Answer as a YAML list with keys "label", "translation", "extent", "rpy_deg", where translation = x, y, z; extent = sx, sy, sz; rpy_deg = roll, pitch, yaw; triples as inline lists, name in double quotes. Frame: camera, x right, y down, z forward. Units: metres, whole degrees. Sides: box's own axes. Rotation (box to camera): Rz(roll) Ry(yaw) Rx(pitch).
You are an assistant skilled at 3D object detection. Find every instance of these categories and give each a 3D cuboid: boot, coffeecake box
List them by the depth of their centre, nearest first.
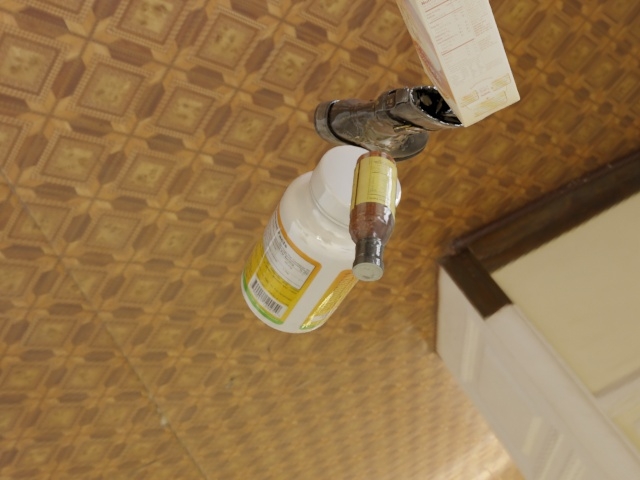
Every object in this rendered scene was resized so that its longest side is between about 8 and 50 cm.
- label: "coffeecake box"
  translation: [0.128, -0.235, 0.758]
  extent: [0.068, 0.142, 0.185]
  rpy_deg: [-27, 129, 8]
- label: "boot"
  translation: [0.143, -0.175, 1.101]
  extent: [0.263, 0.229, 0.091]
  rpy_deg: [1, 89, -42]

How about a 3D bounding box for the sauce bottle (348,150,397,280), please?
- label: "sauce bottle"
  translation: [0.045, -0.022, 0.639]
  extent: [0.042, 0.128, 0.042]
  rpy_deg: [6, 143, 4]

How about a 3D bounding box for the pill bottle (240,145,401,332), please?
- label: "pill bottle"
  translation: [0.000, 0.000, 0.906]
  extent: [0.136, 0.136, 0.246]
  rpy_deg: [-8, 149, -32]
